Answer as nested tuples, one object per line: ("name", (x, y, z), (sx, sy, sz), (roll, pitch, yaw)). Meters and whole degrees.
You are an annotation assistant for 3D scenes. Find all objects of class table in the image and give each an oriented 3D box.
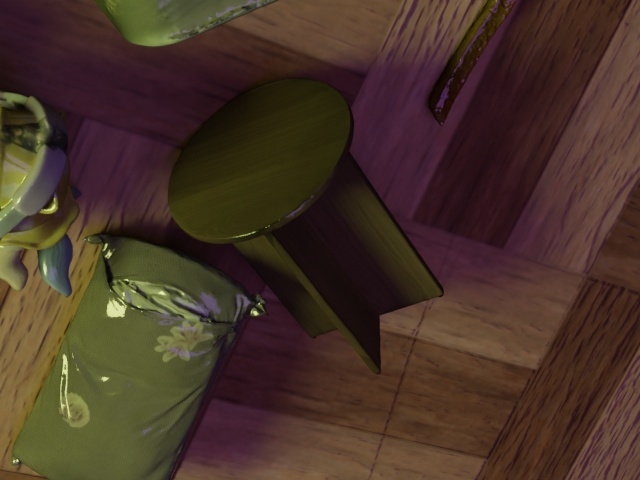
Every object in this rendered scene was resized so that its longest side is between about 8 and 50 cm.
("table", (0.000, 0.000, 1.240), (0.167, 0.167, 0.226), (-39, 131, -2))

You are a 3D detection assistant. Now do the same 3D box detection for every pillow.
("pillow", (-0.160, 0.122, 1.247), (0.169, 0.059, 0.255), (22, 110, -4))

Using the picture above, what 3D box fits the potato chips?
("potato chips", (0.150, -0.192, 1.277), (0.026, 0.037, 0.204), (25, 109, -22))

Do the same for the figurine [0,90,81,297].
("figurine", (-0.246, -0.037, 1.102), (0.184, 0.128, 0.208), (-14, 153, 31))

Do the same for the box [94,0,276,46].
("box", (-0.138, -0.339, 0.877), (0.177, 0.352, 0.344), (-26, 125, -10))
